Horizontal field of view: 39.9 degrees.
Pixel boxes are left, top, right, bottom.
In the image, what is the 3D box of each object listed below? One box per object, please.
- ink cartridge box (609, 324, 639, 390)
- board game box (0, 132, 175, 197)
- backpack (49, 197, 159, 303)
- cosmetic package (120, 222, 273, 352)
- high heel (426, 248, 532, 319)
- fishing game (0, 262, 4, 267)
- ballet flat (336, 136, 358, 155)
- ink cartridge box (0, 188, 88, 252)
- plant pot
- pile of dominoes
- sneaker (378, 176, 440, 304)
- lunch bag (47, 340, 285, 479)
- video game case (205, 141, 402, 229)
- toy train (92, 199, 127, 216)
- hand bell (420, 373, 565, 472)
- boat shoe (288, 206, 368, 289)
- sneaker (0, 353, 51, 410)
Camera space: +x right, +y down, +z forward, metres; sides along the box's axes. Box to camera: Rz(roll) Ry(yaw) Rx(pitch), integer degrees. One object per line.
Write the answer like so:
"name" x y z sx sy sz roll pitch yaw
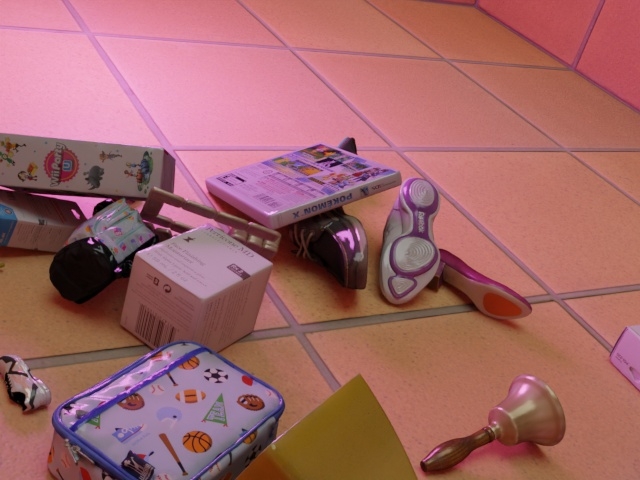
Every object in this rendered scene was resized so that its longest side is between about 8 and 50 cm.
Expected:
"ink cartridge box" 0.711 0.241 1.746 0.218 0.092 0.158 -4 36 -30
"board game box" -0.428 -0.127 1.606 0.303 0.097 0.224 4 -1 -4
"backpack" -0.356 0.011 1.477 0.115 0.152 0.182 59 33 -13
"cosmetic package" -0.204 0.089 1.457 0.151 0.151 0.184 32 33 21
"high heel" 0.328 0.084 1.818 0.244 0.082 0.117 15 38 23
"fishing game" -0.662 -0.013 1.503 0.264 0.041 0.189 38 34 20
"ballet flat" 0.033 -0.148 2.051 0.096 0.095 0.280 35 43 10
"ink cartridge box" -0.511 -0.034 1.570 0.180 0.060 0.104 10 27 -42
"plant pot" 0.005 0.334 1.118 0.187 0.212 0.212 48 37 11
"pile of dominoes" -0.200 -0.022 1.578 0.251 0.196 0.040 21 61 -16
"sneaker" 0.181 0.019 1.827 0.114 0.152 0.305 20 53 -3
"lunch bag" -0.215 0.260 1.211 0.243 0.115 0.303 29 31 24
"video game case" -0.043 -0.122 1.833 0.300 0.036 0.329 -20 24 -23
"toy train" -0.399 -0.082 1.755 0.027 0.036 0.158 26 31 14
"hand bell" 0.259 0.311 1.404 0.242 0.126 0.126 -17 43 -28
"boat shoe" 0.000 0.000 1.762 0.130 0.132 0.355 -7 25 -14
"sneaker" -0.434 0.203 1.261 0.109 0.040 0.044 33 35 26
